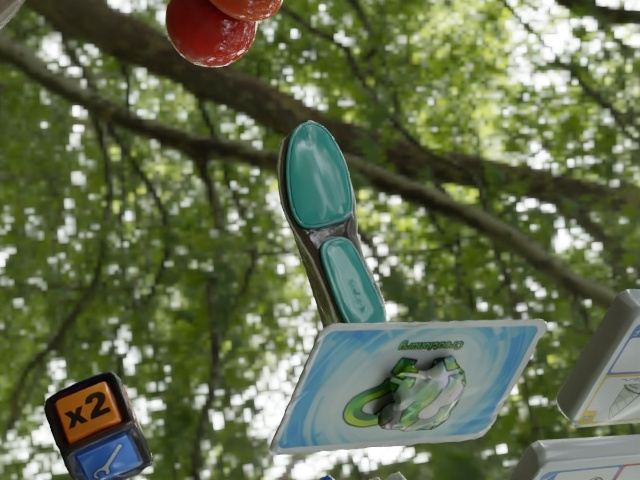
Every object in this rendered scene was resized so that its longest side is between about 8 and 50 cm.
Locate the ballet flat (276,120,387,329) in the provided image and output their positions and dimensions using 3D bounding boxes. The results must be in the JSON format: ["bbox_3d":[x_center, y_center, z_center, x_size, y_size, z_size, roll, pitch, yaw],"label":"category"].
[{"bbox_3d":[0.000,0.000,0.888,0.052,0.057,0.168,136,-57,-62],"label":"ballet flat"}]

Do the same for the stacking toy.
[{"bbox_3d":[-0.040,-0.273,1.141,0.330,0.141,0.141,-47,-129,41],"label":"stacking toy"}]

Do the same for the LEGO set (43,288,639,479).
[{"bbox_3d":[0.018,0.078,0.417,0.060,0.244,0.182,58,-43,43],"label":"LEGO set"}]

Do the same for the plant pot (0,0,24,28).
[{"bbox_3d":[-0.335,-0.225,0.978,0.229,0.263,0.263,7,-80,53],"label":"plant pot"}]
